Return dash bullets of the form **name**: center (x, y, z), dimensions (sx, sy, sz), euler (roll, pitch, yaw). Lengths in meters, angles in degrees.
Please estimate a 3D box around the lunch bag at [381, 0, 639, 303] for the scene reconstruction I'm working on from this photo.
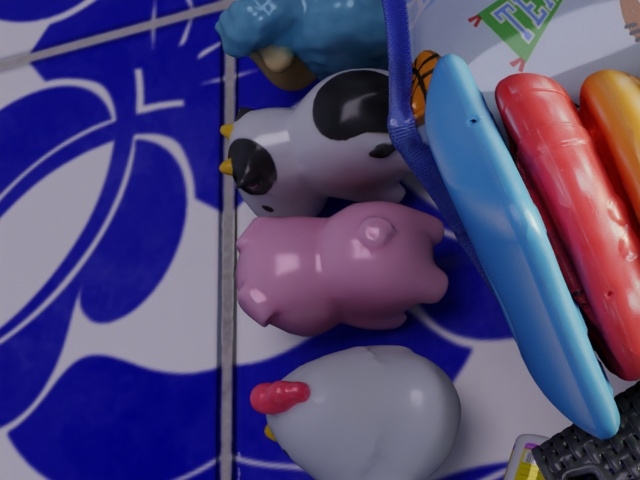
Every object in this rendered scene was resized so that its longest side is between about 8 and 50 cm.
- **lunch bag**: center (0.205, -0.195, 1.037), dimensions (0.328, 0.239, 0.385), euler (-17, 45, 18)

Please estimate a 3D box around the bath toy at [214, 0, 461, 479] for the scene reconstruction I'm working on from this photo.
- **bath toy**: center (0.000, 0.000, 1.098), dimensions (0.151, 0.129, 0.348), euler (-40, 46, 46)

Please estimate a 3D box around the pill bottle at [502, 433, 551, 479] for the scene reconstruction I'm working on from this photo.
- **pill bottle**: center (0.126, 0.161, 1.007), dimensions (0.043, 0.043, 0.083), euler (11, 72, 30)

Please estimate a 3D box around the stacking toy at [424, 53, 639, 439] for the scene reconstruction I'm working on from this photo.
- **stacking toy**: center (0.218, -0.047, 0.827), dimensions (0.302, 0.166, 0.175), euler (-24, 34, 5)

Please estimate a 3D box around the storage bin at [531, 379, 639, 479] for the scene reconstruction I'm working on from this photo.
- **storage bin**: center (0.195, 0.158, 0.890), dimensions (0.084, 0.180, 0.122), euler (-33, 56, 7)
